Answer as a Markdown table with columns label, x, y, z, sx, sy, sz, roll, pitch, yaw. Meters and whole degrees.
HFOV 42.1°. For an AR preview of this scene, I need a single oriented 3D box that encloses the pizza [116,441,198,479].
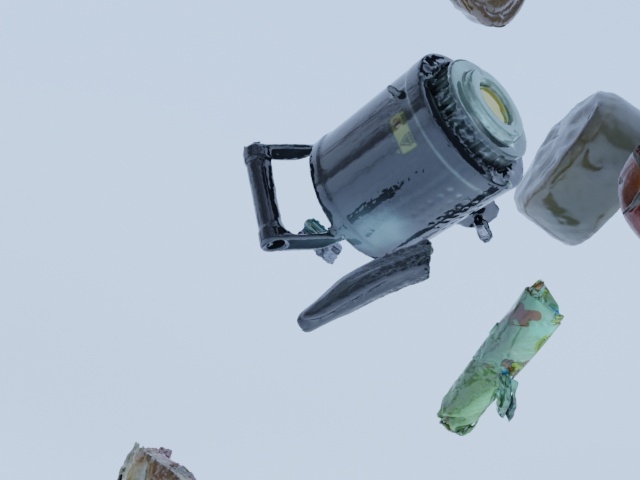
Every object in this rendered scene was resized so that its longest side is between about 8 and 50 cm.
| label | x | y | z | sx | sy | sz | roll | pitch | yaw |
| --- | --- | --- | --- | --- | --- | --- | --- | --- | --- |
| pizza | -0.161 | 0.485 | 1.131 | 0.406 | 0.439 | 0.130 | -16 | -33 | 31 |

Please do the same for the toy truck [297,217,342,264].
| label | x | y | z | sx | sy | sz | roll | pitch | yaw |
| --- | --- | --- | --- | --- | --- | --- | --- | --- | --- |
| toy truck | 0.000 | 0.000 | 1.332 | 0.083 | 0.044 | 0.039 | 42 | 3 | 41 |

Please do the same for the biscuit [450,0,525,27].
| label | x | y | z | sx | sy | sz | roll | pitch | yaw |
| --- | --- | --- | --- | --- | --- | --- | --- | --- | --- |
| biscuit | 0.223 | -0.418 | 1.060 | 0.049 | 0.257 | 0.273 | 17 | -19 | 38 |

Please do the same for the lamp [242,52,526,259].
| label | x | y | z | sx | sy | sz | roll | pitch | yaw |
| --- | --- | --- | --- | --- | --- | --- | --- | --- | --- |
| lamp | 0.122 | -0.112 | 1.089 | 0.374 | 0.205 | 0.272 | 2 | -33 | -26 |

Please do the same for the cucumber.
| label | x | y | z | sx | sy | sz | roll | pitch | yaw |
| --- | --- | --- | --- | --- | --- | --- | --- | --- | --- |
| cucumber | 0.039 | 0.036 | 0.700 | 0.135 | 0.034 | 0.033 | -21 | -24 | -16 |

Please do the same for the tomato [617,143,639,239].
| label | x | y | z | sx | sy | sz | roll | pitch | yaw |
| --- | --- | --- | --- | --- | --- | --- | --- | --- | --- |
| tomato | 0.461 | -0.049 | 1.037 | 0.167 | 0.167 | 0.167 | 9 | -29 | 5 |

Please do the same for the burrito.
| label | x | y | z | sx | sy | sz | roll | pitch | yaw |
| --- | --- | --- | --- | --- | --- | --- | --- | --- | --- |
| burrito | 0.260 | 0.188 | 1.188 | 0.054 | 0.104 | 0.288 | 11 | -56 | -34 |

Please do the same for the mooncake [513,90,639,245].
| label | x | y | z | sx | sy | sz | roll | pitch | yaw |
| --- | --- | --- | --- | --- | --- | --- | --- | --- | --- |
| mooncake | 0.491 | -0.140 | 1.560 | 0.156 | 0.284 | 0.284 | 35 | -31 | -1 |
